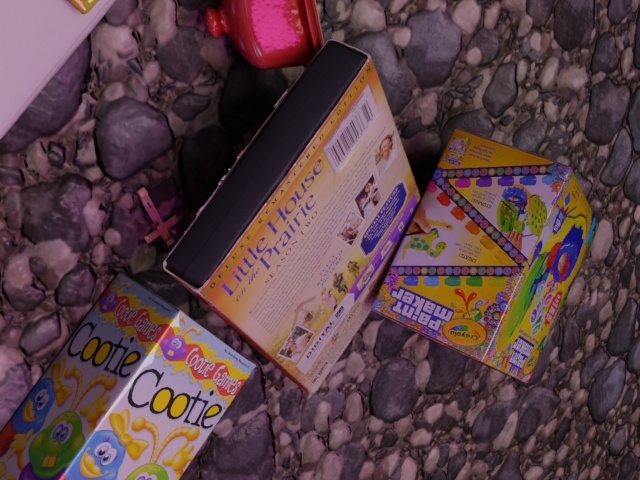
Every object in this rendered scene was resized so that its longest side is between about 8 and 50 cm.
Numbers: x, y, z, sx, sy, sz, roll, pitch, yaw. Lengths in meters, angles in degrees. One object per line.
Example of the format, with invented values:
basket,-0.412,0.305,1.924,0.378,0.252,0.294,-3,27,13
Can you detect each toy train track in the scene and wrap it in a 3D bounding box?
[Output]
toy train track,-0.191,-0.026,1.004,0.048,0.014,0.083,-40,127,-24

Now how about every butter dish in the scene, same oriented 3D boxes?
butter dish,-0.072,-0.257,0.958,0.118,0.160,0.160,-18,122,-9

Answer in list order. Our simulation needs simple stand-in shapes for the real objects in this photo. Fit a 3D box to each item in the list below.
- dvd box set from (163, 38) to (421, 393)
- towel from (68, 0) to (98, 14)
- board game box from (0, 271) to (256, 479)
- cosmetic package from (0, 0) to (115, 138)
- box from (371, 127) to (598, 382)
dvd box set,0.000,0.000,1.043,0.308,0.062,0.420,-56,154,-11
towel,-0.183,-0.250,0.483,0.102,0.021,0.237,-50,132,-9
board game box,-0.228,0.201,0.963,0.275,0.142,0.144,-56,132,-11
cosmetic package,-0.283,-0.338,0.601,0.394,0.329,0.327,-55,133,-13
box,0.251,0.034,1.248,0.279,0.177,0.290,-65,152,-2
